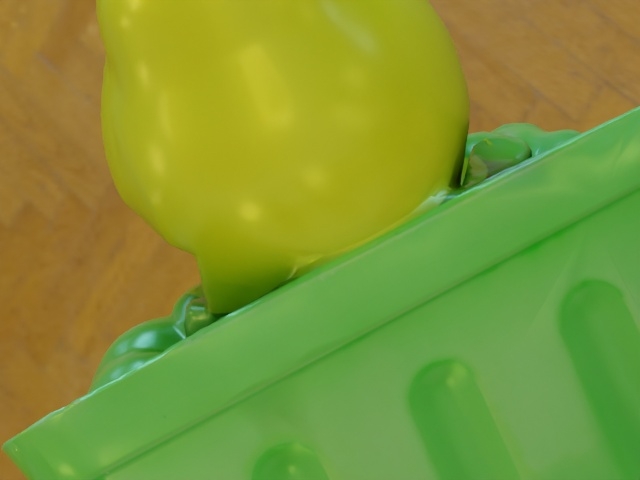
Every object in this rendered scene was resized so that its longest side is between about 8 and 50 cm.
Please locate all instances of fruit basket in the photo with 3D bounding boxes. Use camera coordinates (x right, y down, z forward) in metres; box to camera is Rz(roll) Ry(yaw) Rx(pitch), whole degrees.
[{"bbox_3d":[0.000,0.000,0.842,0.392,0.283,0.392,1,82,-8],"label":"fruit basket"}]
